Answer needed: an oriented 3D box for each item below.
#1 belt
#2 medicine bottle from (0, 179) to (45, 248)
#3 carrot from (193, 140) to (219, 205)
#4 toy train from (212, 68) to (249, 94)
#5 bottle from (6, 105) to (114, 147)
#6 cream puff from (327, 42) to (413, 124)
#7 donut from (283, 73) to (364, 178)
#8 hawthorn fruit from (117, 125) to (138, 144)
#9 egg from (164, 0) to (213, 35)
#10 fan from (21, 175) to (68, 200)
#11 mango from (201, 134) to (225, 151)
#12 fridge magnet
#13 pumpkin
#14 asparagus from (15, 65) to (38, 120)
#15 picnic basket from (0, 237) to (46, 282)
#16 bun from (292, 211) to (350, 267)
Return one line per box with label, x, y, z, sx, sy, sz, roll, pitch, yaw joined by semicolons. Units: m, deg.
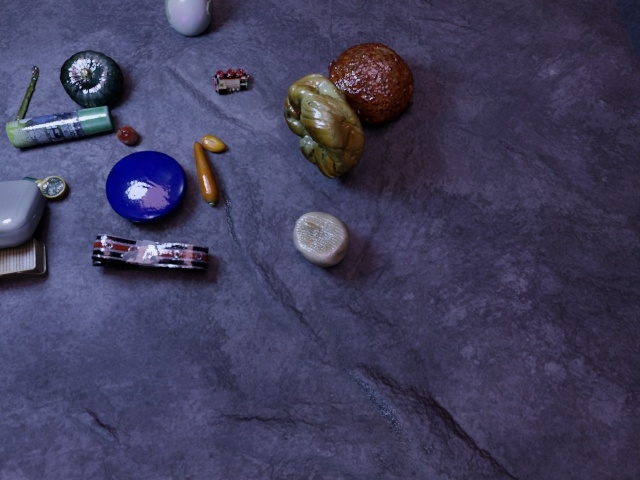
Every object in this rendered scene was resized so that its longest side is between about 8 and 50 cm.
belt;-0.540;0.047;1.582;0.360;0.126;0.094;4;71;-5
medicine bottle;-1.073;-0.074;1.539;0.376;0.122;0.282;-7;44;-5
carrot;-0.405;-0.244;1.732;0.062;0.066;0.271;-28;72;27
toy train;-0.338;-0.602;1.886;0.138;0.050;0.086;-7;75;-9
bottle;-0.899;-0.397;1.731;0.330;0.093;0.093;-13;71;-10
cream puff;0.187;-0.593;1.839;0.351;0.228;0.350;2;67;-4
donut;0.007;-0.379;1.670;0.170;0.360;0.360;-33;76;-13
hawthorn fruit;-0.683;-0.371;1.738;0.067;0.103;0.066;0;89;3
egg;-0.503;-0.900;1.893;0.183;0.217;0.182;3;67;-7
fan;-0.931;-0.183;1.676;0.155;0.039;0.082;14;69;1
mango;-0.384;-0.347;1.786;0.089;0.046;0.059;17;68;-3
fridge magnet;-0.581;-0.180;1.669;0.266;0.112;0.265;2;68;-5
pumpkin;-0.816;-0.575;1.774;0.212;0.152;0.211;0;73;-1
asparagus;-1.063;-0.536;1.806;0.025;0.025;0.248;-12;64;36
picnic basket;-0.956;0.064;1.558;0.164;0.079;0.115;-10;71;-9
bun;0.000;0.000;1.652;0.193;0.128;0.178;27;69;17
